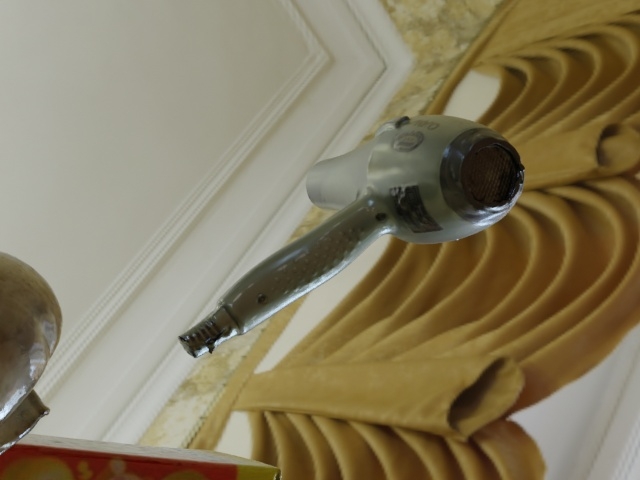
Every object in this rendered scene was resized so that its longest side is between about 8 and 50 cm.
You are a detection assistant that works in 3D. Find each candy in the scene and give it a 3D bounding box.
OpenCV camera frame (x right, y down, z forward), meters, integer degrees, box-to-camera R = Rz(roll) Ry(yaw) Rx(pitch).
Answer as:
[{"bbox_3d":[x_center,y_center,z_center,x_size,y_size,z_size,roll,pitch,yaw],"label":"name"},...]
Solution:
[{"bbox_3d":[-0.184,0.199,0.684,0.276,0.146,0.088,14,-103,-27],"label":"candy"}]

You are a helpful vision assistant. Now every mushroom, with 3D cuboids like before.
[{"bbox_3d":[-0.225,0.080,0.524,0.127,0.166,0.166,47,-125,-11],"label":"mushroom"}]

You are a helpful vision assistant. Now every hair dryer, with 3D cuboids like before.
[{"bbox_3d":[0.008,-0.013,0.599,0.225,0.219,0.088,-30,-77,0],"label":"hair dryer"}]
